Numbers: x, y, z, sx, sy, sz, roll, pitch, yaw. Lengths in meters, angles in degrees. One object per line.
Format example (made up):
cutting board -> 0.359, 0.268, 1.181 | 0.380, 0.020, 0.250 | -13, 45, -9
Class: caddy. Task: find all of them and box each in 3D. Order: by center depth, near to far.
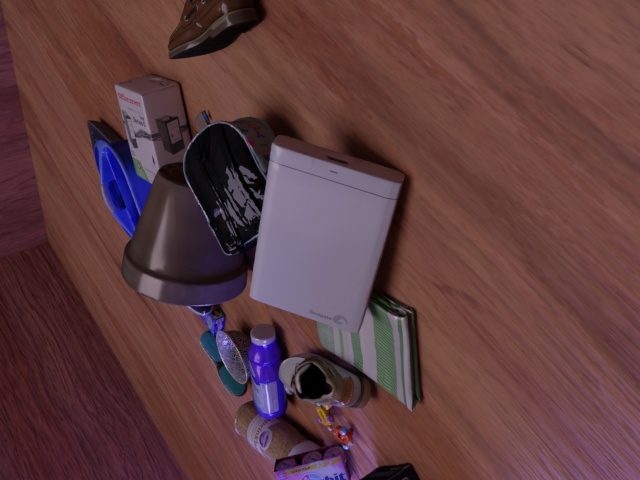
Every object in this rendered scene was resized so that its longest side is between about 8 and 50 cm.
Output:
caddy -> -0.580, -0.158, 2.086 | 0.241, 0.179, 0.341 | 10, 122, 53

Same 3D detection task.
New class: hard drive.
hard drive -> 0.000, 0.000, 1.255 | 0.233, 0.047, 0.353 | 18, 127, 8
hard drive -> -0.736, -0.310, 2.388 | 0.254, 0.054, 0.172 | 39, 142, 39

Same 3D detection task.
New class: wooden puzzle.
wooden puzzle -> -0.295, -0.283, 1.728 | 0.078, 0.014, 0.116 | 63, 151, -3

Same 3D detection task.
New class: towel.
towel -> 0.084, 0.191, 1.430 | 0.325, 0.038, 0.248 | 26, 133, 49

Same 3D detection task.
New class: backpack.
backpack -> -0.156, -0.126, 1.411 | 0.225, 0.191, 0.253 | -34, 88, 39

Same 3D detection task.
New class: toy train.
toy train -> 0.040, 0.422, 1.672 | 0.125, 0.046, 0.166 | 16, 126, 48

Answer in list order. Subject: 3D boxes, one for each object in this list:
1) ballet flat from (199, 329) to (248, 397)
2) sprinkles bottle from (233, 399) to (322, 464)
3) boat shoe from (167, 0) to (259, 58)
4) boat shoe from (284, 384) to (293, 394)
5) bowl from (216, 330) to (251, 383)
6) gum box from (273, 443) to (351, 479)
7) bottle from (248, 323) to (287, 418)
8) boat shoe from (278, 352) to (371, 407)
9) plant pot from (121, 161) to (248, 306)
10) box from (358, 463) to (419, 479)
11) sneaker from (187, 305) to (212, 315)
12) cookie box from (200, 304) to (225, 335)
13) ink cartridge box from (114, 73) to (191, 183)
ballet flat -> -0.303, 0.396, 2.193 | 0.248, 0.086, 0.086 | 57, 150, 18
sprinkles bottle -> -0.121, 0.583, 1.972 | 0.355, 0.121, 0.121 | 18, 126, 54
boat shoe -> -0.230, -0.458, 1.410 | 0.307, 0.110, 0.104 | -7, 102, 50
boat shoe -> -0.075, 0.382, 1.838 | 0.035, 0.035, 0.100 | 39, 135, 44
bowl -> -0.231, 0.327, 2.005 | 0.170, 0.080, 0.170 | 38, 141, 39
gum box -> -0.014, 0.605, 1.762 | 0.062, 0.188, 0.107 | -86, -20, -75
bottle -> -0.147, 0.356, 1.868 | 0.118, 0.092, 0.283 | -124, 26, -51
boat shoe -> -0.017, 0.318, 1.587 | 0.302, 0.103, 0.113 | -3, 76, 53
plant pot -> -0.325, -0.033, 1.706 | 0.323, 0.323, 0.280 | 36, 123, 42
box -> 0.118, 0.696, 1.486 | 0.296, 0.294, 0.183 | 62, 151, 8
sneaker -> -0.387, 0.088, 2.056 | 0.147, 0.104, 0.296 | -13, 95, 66
cookie box -> -0.350, 0.232, 2.170 | 0.107, 0.040, 0.092 | 50, 147, 26
ink cartridge box -> -0.447, -0.297, 1.860 | 0.198, 0.114, 0.273 | 27, 133, 48
